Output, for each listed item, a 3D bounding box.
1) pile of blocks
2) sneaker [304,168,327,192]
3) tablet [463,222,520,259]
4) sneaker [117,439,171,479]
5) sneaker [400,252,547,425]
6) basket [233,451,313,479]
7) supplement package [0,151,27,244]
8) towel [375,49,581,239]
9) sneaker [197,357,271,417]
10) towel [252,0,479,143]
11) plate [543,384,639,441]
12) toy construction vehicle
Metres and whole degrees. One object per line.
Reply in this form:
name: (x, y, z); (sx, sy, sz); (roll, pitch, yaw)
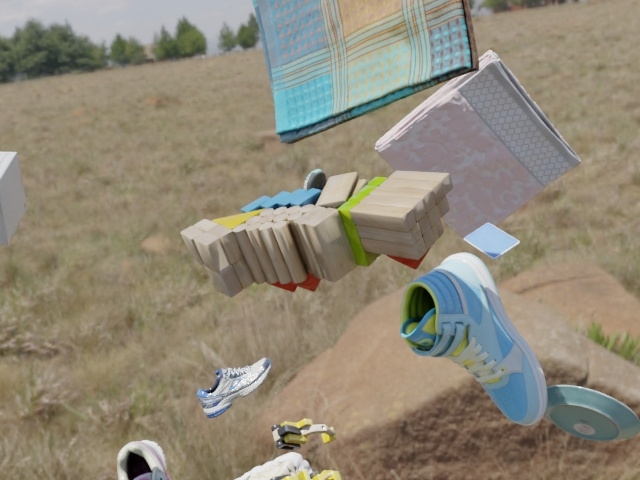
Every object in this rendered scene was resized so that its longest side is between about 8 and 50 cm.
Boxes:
pile of blocks: (0.000, 0.000, 0.971); (0.362, 0.113, 0.149); (-8, 28, 23)
sneaker: (0.006, -0.088, 1.781); (0.065, 0.167, 0.076); (-21, 34, -28)
tablet: (0.276, 0.001, 1.209); (0.054, 0.006, 0.083); (-32, 34, -12)
sneaker: (-0.311, 0.478, 1.382); (0.103, 0.111, 0.252); (-37, 64, -6)
sneaker: (0.241, 0.189, 1.259); (0.208, 0.319, 0.127); (-16, -16, -43)
basket: (-0.127, 0.676, 1.529); (0.328, 0.331, 0.266); (-32, 1, 20)
supplement package: (-0.534, -0.063, 1.083); (0.179, 0.105, 0.105); (1, 32, -5)
towel: (0.338, -0.184, 1.603); (0.317, 0.332, 0.053); (-38, 22, 23)
sneaker: (-0.141, 0.229, 1.219); (0.135, 0.058, 0.052); (-36, 9, -12)
towel: (0.039, -0.303, 1.011); (0.040, 0.272, 0.370); (-9, -2, -41)
plate: (0.479, 0.322, 1.356); (0.188, 0.188, 0.024); (3, 51, 34)
toy construction vehicle: (-0.012, 0.227, 0.773); (0.098, 0.086, 0.035); (22, -53, -42)
